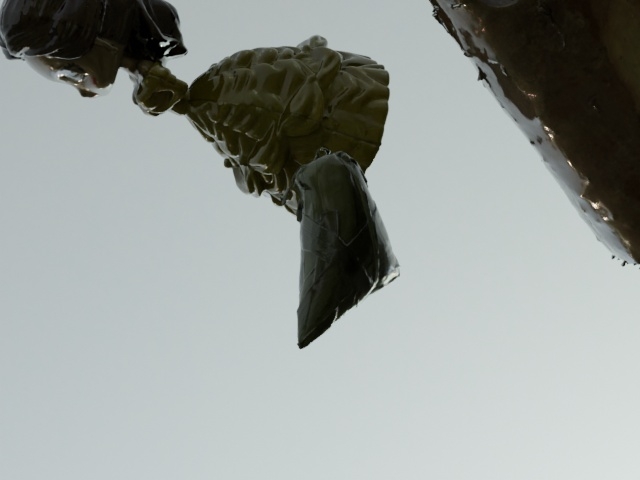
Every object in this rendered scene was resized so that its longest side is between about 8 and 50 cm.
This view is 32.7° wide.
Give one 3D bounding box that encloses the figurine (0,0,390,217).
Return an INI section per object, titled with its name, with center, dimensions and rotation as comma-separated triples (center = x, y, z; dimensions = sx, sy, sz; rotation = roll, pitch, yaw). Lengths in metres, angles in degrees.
[figurine]
center = -0.121, -0.137, 0.933
dimensions = 0.315, 0.187, 0.168
rotation = 19, -68, -19

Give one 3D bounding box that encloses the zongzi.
[zongzi]
center = 0.000, 0.000, 0.736
dimensions = 0.055, 0.109, 0.119
rotation = -13, 13, 36

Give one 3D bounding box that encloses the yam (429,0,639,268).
[yam]
center = 0.171, -0.109, 0.691
dimensions = 0.128, 0.129, 0.238
rotation = -42, -77, -16
